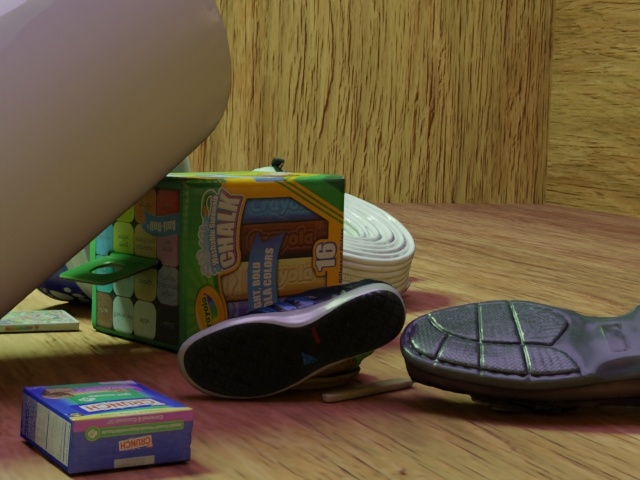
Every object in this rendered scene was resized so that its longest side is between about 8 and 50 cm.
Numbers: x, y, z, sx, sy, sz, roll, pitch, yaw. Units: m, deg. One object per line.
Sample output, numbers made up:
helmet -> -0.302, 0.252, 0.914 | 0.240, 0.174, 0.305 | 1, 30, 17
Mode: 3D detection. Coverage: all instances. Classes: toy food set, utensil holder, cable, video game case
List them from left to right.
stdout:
utensil holder -> -0.313, -0.115, 1.203 | 0.327, 0.328, 0.385 | 6, 36, 36
video game case -> -0.336, 0.089, 1.452 | 0.122, 0.011, 0.087 | -1, 6, -23
toy food set -> -0.022, 0.109, 1.224 | 0.192, 0.039, 0.132 | 7, 7, 41
cable -> 0.000, 0.000, 1.738 | 0.257, 0.089, 0.257 | 25, 18, 8

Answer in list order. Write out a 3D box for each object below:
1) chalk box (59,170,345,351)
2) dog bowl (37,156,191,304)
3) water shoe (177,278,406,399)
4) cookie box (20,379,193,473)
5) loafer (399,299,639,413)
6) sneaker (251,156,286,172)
chalk box -> -0.137, 0.015, 1.428 | 0.289, 0.179, 0.180 | -3, 7, -42
dog bowl -> -0.267, -0.052, 1.621 | 0.104, 0.265, 0.265 | 1, 5, 26
water shoe -> -0.025, 0.086, 1.156 | 0.203, 0.073, 0.080 | -13, 11, -7
cookie box -> -0.154, 0.131, 0.941 | 0.091, 0.040, 0.107 | 0, 7, -31
loafer -> 0.220, 0.115, 1.129 | 0.302, 0.095, 0.109 | -2, 35, 4
sneaker -> 0.001, -0.039, 1.977 | 0.256, 0.094, 0.151 | 26, 17, -36
